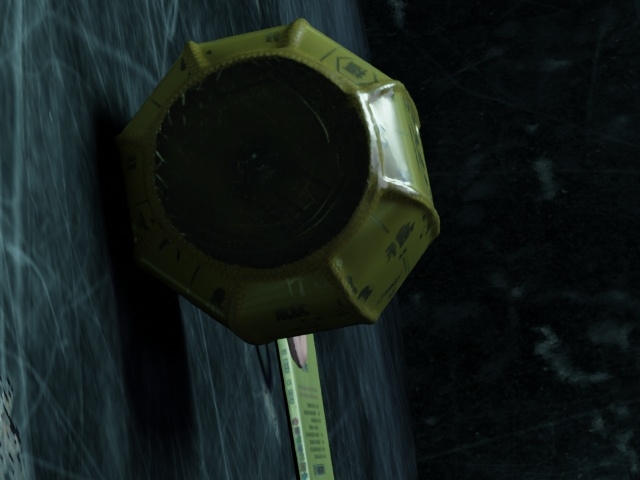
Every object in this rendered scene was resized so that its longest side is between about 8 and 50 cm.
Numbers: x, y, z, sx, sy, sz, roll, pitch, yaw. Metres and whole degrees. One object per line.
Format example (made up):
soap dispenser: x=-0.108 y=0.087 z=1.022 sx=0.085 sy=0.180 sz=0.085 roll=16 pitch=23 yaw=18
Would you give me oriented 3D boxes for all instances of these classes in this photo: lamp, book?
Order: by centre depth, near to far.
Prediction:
lamp: x=-0.019 y=-0.026 z=1.004 sx=0.185 sy=0.161 sz=0.161 roll=63 pitch=18 yaw=-82
book: x=-0.014 y=0.116 z=1.574 sx=0.168 sy=0.013 sz=0.192 roll=45 pitch=35 yaw=-81

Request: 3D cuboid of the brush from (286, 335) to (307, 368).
brush: x=-0.038 y=-0.010 z=1.368 sx=0.103 sy=0.047 sz=0.233 roll=-92 pitch=172 yaw=-57
